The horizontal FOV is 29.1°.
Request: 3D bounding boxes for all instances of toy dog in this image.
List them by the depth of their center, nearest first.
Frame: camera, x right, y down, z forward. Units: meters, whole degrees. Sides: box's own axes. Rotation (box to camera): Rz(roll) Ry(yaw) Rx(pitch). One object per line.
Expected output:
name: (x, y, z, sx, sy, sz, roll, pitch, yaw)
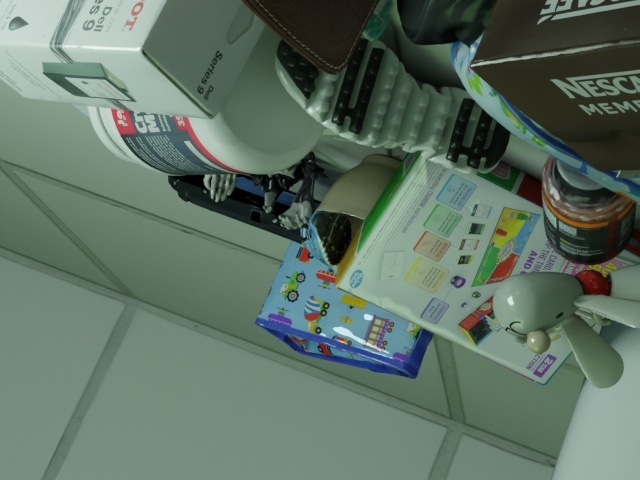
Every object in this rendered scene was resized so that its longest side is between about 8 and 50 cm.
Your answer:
toy dog: (0.376, 0.102, 1.409, 0.333, 0.161, 0.220, -15, 154, 5)

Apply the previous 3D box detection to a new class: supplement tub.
supplement tub: (0.298, -0.050, 1.363, 0.106, 0.106, 0.198, 19, 164, 17)
supplement tub: (-0.134, -0.171, 1.427, 0.191, 0.191, 0.272, 34, 161, -34)

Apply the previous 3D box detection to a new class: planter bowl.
planter bowl: (0.084, -0.049, 1.678, 0.162, 0.109, 0.162, 22, 166, 6)

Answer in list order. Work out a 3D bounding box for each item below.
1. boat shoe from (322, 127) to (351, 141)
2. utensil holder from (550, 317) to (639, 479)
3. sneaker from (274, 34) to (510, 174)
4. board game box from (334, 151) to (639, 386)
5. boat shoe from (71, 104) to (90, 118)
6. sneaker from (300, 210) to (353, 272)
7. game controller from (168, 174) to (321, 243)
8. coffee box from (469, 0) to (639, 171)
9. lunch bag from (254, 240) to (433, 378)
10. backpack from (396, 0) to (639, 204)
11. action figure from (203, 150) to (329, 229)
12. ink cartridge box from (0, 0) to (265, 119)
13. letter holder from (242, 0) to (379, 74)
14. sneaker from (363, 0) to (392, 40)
boat shoe: (0.034, -0.149, 1.518, 0.184, 0.066, 0.063, 4, 156, 27)
utensil holder: (0.488, 0.264, 1.622, 0.327, 0.385, 0.327, 22, 164, 7)
sneaker: (0.066, -0.151, 1.344, 0.292, 0.110, 0.118, 22, -178, -29)
board game box: (0.212, 0.026, 1.558, 0.316, 0.064, 0.242, 26, 123, -10)
boat shoe: (-0.356, -0.276, 1.594, 0.335, 0.121, 0.119, 29, 146, -29)
sneaker: (0.000, 0.000, 1.641, 0.073, 0.063, 0.162, 23, 165, 15)
game controller: (-0.076, -0.059, 1.884, 0.319, 0.067, 0.166, 21, -159, 26)
coffee box: (0.218, -0.191, 0.631, 0.119, 0.297, 0.168, 33, 162, -33)
lunch bag: (0.078, 0.081, 1.915, 0.293, 0.221, 0.138, 11, 161, 41)
backpack: (0.235, -0.147, 0.873, 0.355, 0.273, 0.290, 9, -164, -5)
action figure: (-0.077, -0.097, 1.702, 0.164, 0.141, 0.276, 13, 161, 8)
ink cartridge box: (-0.194, -0.247, 1.225, 0.289, 0.211, 0.121, 10, 158, 39)
letter holder: (-0.071, -0.281, 0.910, 0.152, 0.214, 0.302, 12, 162, 35)
sneaker: (0.004, -0.252, 1.199, 0.076, 0.065, 0.166, 18, 163, 33)
